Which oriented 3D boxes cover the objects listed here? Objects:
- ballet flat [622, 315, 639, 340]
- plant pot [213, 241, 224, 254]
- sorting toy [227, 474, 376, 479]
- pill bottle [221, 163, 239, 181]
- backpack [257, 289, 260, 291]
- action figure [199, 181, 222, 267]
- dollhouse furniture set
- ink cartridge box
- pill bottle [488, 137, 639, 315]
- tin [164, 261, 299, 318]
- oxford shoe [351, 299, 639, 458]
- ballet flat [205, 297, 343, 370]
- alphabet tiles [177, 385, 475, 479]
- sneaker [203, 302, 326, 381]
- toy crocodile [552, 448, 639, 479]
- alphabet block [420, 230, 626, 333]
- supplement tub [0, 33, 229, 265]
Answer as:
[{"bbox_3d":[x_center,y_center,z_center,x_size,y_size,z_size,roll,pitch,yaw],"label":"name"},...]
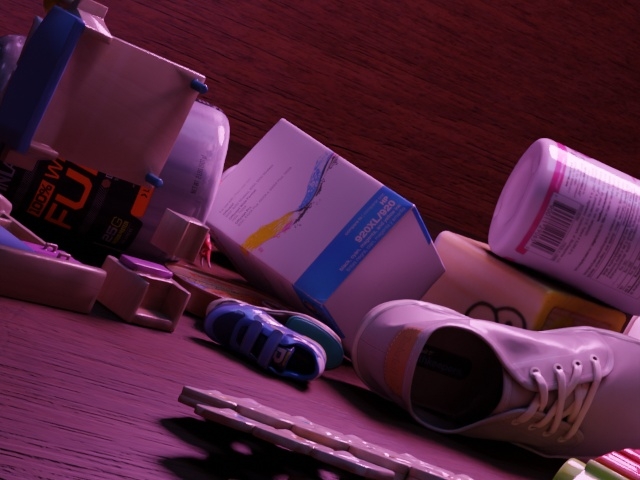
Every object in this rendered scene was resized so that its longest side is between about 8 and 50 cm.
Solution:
[{"bbox_3d":[0.404,0.146,2.492,0.483,0.182,0.164,28,7,19],"label":"ballet flat"},{"bbox_3d":[-0.067,0.000,2.279,0.095,0.134,0.134,50,10,3],"label":"plant pot"},{"bbox_3d":[0.086,0.242,1.325,0.347,0.047,0.196,20,9,-32],"label":"sorting toy"},{"bbox_3d":[-0.059,-0.021,2.407,0.215,0.117,0.117,29,8,27],"label":"pill bottle"},{"bbox_3d":[-0.036,0.034,2.185,0.101,0.098,0.120,24,7,23],"label":"backpack"},{"bbox_3d":[-0.223,-0.040,2.197,0.091,0.139,0.280,15,-11,-37],"label":"action figure"},{"bbox_3d":[-0.243,-0.102,1.672,0.286,0.303,0.198,17,12,-47],"label":"dollhouse furniture set"},{"bbox_3d":[0.000,0.000,2.002,0.232,0.168,0.171,35,-13,32],"label":"ink cartridge box"},{"bbox_3d":[0.369,-0.002,2.051,0.283,0.160,0.160,24,7,-8],"label":"pill bottle"},{"bbox_3d":[-0.106,0.074,1.922,0.189,0.040,0.106,20,13,-34],"label":"tin"},{"bbox_3d":[0.252,0.175,1.895,0.449,0.169,0.130,14,8,-21],"label":"oxford shoe"},{"bbox_3d":[-0.051,0.100,1.848,0.168,0.057,0.052,23,-2,-16],"label":"ballet flat"},{"bbox_3d":[0.021,0.179,1.414,0.284,0.021,0.278,16,-5,27],"label":"alphabet tiles"},{"bbox_3d":[-0.057,0.111,1.760,0.144,0.053,0.059,23,10,-10],"label":"sneaker"},{"bbox_3d":[0.329,0.265,1.723,0.115,0.105,0.340,29,9,28],"label":"toy crocodile"},{"bbox_3d":[0.236,0.122,2.102,0.193,0.192,0.197,14,14,-47],"label":"alphabet block"},{"bbox_3d":[-0.294,-0.113,1.920,0.338,0.207,0.207,19,9,-17],"label":"supplement tub"}]
